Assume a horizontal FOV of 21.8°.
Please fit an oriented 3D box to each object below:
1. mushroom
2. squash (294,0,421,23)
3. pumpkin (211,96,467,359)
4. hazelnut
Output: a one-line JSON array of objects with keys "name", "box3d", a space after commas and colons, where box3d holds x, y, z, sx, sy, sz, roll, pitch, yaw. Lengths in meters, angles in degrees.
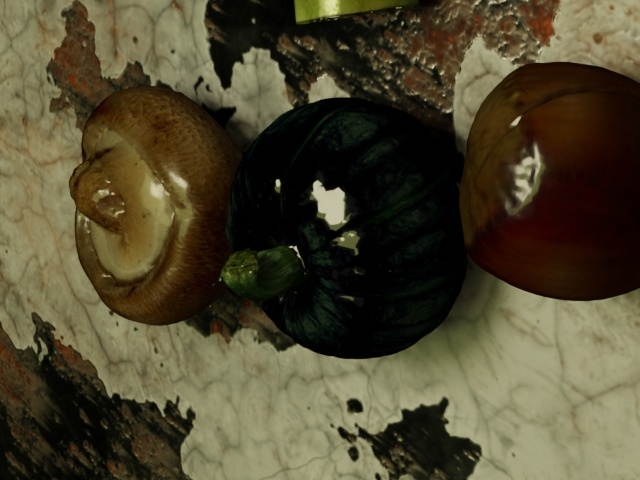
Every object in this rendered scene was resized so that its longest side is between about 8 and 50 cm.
[{"name": "mushroom", "box3d": [-0.169, -0.038, 1.753, 0.253, 0.153, 0.253, 15, 110, 46]}, {"name": "squash", "box3d": [0.028, -0.290, 1.513, 0.123, 0.123, 0.187, 9, 108, 44]}, {"name": "pumpkin", "box3d": [0.000, 0.000, 1.525, 0.248, 0.248, 0.248, 14, 110, 43]}, {"name": "hazelnut", "box3d": [0.217, -0.047, 1.351, 0.208, 0.208, 0.208, 14, 110, 43]}]
